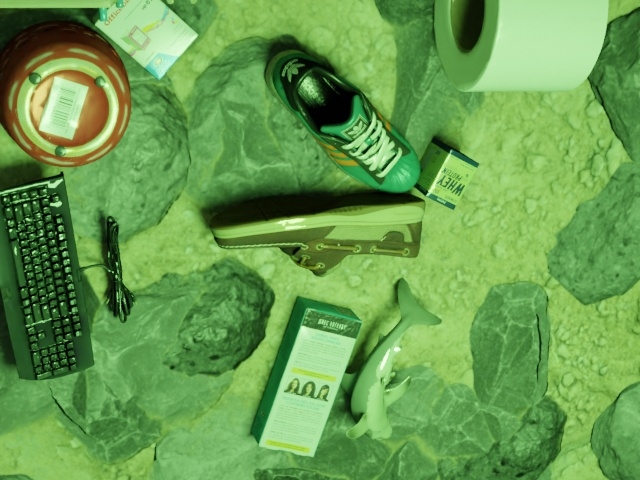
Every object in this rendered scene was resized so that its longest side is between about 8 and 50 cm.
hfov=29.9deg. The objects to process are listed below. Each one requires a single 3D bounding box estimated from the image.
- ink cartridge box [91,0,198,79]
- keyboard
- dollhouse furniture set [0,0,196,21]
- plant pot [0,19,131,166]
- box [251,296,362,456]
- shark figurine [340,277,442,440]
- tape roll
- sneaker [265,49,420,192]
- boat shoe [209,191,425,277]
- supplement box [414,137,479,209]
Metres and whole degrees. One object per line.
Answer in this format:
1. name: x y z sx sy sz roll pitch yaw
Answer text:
1. ink cartridge box: -0.250 -0.301 1.695 0.122 0.052 0.088 40 92 -22
2. keyboard: -0.367 0.052 1.747 0.201 0.033 0.317 -19 121 -28
3. dollhouse furniture set: -0.286 -0.385 1.474 0.286 0.303 0.198 1 110 3
4. plant pot: -0.348 -0.195 1.635 0.191 0.174 0.191 -6 110 -17
5. box: -0.024 0.220 1.925 0.100 0.060 0.244 15 102 -21
6. shark figurine: 0.078 0.207 1.937 0.166 0.116 0.278 -11 123 -49
7. tape roll: 0.287 -0.338 1.743 0.169 0.246 0.246 -1 107 -16
8. sneaker: 0.045 -0.163 1.791 0.302 0.121 0.108 38 93 -24
9. boat shoe: 0.000 0.000 1.834 0.342 0.123 0.123 -6 107 -22
10. supplement box: 0.193 -0.105 1.876 0.056 0.083 0.083 25 99 -21
